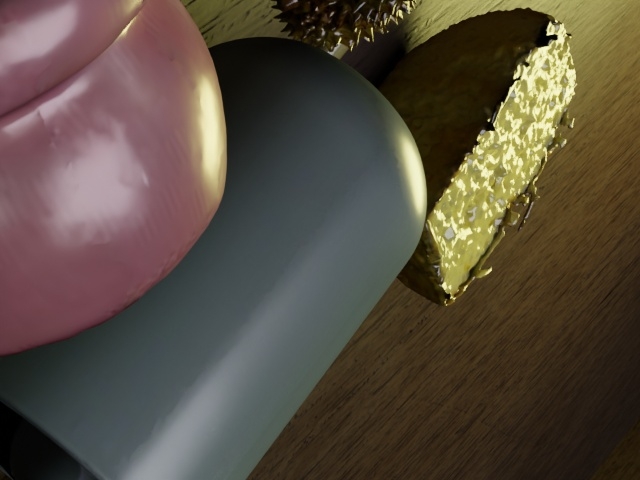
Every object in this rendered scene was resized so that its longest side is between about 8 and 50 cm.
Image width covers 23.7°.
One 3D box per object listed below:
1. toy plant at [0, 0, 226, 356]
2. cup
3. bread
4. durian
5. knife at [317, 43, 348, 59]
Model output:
[{"bbox_3d":[-0.182,-0.111,0.578,0.317,0.210,0.356,-45,142,-26],"label":"toy plant"},{"bbox_3d":[-0.081,0.029,0.962,0.312,0.205,0.205,-51,157,-23],"label":"cup"},{"bbox_3d":[0.109,-0.082,1.308,0.260,0.147,0.160,-58,150,-18],"label":"bread"},{"bbox_3d":[0.018,-0.208,0.960,0.168,0.137,0.158,-58,168,-5],"label":"durian"},{"bbox_3d":[-0.025,-0.108,1.151,0.298,0.017,0.047,-53,158,-4],"label":"knife"}]
